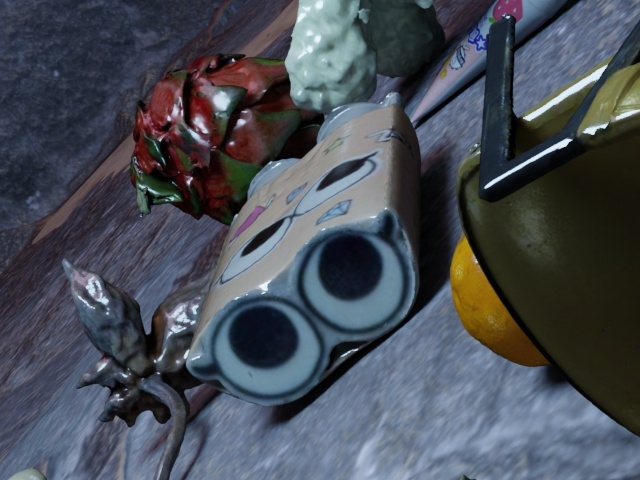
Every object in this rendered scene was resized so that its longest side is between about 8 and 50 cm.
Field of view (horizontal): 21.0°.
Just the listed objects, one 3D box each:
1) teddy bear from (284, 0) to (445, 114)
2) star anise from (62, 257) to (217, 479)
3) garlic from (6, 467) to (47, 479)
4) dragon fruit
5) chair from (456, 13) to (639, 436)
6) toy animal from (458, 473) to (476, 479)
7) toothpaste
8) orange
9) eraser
[{"bbox_3d":[0.176,-0.264,1.452,0.362,0.375,0.327,15,28,25],"label":"teddy bear"},{"bbox_3d":[-0.130,0.114,1.184,0.218,0.148,0.227,-49,21,1],"label":"star anise"},{"bbox_3d":[-0.252,0.223,1.413,0.083,0.041,0.053,-56,9,-16],"label":"garlic"},{"bbox_3d":[-0.088,-0.099,1.664,0.182,0.189,0.182,-42,43,54],"label":"dragon fruit"},{"bbox_3d":[0.139,-0.008,0.571,0.172,0.159,0.247,-34,14,34],"label":"chair"},{"bbox_3d":[0.085,0.140,0.451,0.214,0.094,0.186,-17,33,51],"label":"toy animal"},{"bbox_3d":[0.136,-0.163,1.423,0.194,0.043,0.067,-42,12,39],"label":"toothpaste"},{"bbox_3d":[0.100,0.019,0.804,0.083,0.083,0.083,-42,12,11],"label":"orange"},{"bbox_3d":[0.000,0.000,1.193,0.171,0.087,0.290,-36,13,14],"label":"eraser"}]
